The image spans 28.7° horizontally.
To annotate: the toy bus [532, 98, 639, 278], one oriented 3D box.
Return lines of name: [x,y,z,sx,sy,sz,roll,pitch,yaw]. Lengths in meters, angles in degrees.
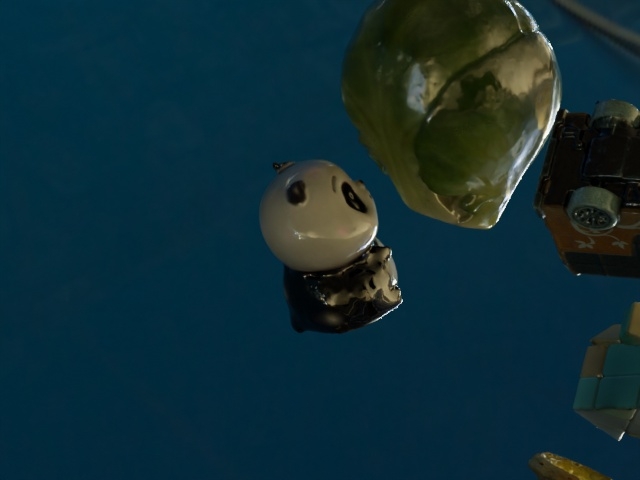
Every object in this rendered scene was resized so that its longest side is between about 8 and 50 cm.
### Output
toy bus: [0.372,-0.040,1.250,0.167,0.275,0.138,55,-134,-49]

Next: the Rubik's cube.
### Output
Rubik's cube: [0.556,0.212,2.039,0.224,0.265,0.213,36,-117,-31]

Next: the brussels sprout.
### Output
brussels sprout: [0.189,-0.196,1.770,0.289,0.281,0.354,-23,-63,-55]

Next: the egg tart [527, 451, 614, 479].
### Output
egg tart: [0.399,0.385,1.886,0.191,0.191,0.074,19,-88,-41]

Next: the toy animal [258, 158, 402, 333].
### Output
toy animal: [0.008,0.000,1.743,0.165,0.187,0.235,-19,-69,-6]
